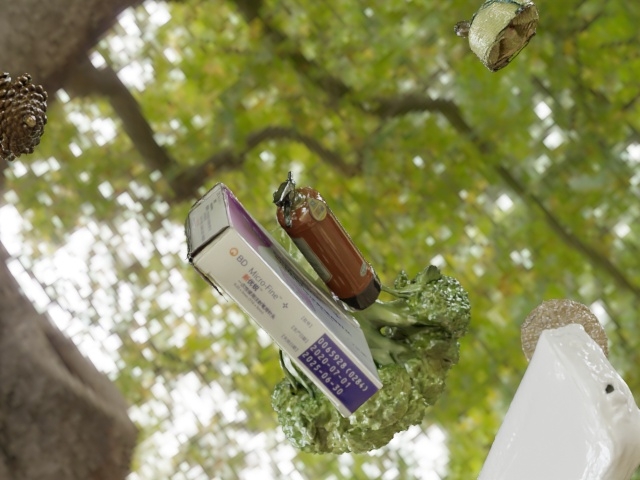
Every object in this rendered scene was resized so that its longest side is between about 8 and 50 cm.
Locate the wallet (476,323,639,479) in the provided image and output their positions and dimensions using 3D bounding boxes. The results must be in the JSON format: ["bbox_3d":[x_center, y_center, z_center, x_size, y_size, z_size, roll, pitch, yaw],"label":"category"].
[{"bbox_3d":[0.137,0.131,0.946,0.033,0.095,0.190,-15,-33,-24],"label":"wallet"}]

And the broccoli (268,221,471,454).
[{"bbox_3d":[0.067,0.130,1.980,0.254,0.186,0.302,-6,-47,-9],"label":"broccoli"}]

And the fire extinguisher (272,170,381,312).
[{"bbox_3d":[0.000,0.000,1.476,0.050,0.062,0.177,-14,-42,22],"label":"fire extinguisher"}]

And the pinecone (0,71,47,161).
[{"bbox_3d":[-0.360,-0.145,1.800,0.102,0.109,0.102,-63,-4,-8],"label":"pinecone"}]

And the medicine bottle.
[{"bbox_3d":[-0.037,0.050,1.428,0.052,0.201,0.171,-42,13,6],"label":"medicine bottle"}]

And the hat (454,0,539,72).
[{"bbox_3d":[0.182,-0.222,1.659,0.077,0.059,0.076,-44,-19,-1],"label":"hat"}]

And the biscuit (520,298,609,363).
[{"bbox_3d":[0.316,0.130,2.091,0.120,0.120,0.015,-28,-16,-20],"label":"biscuit"}]
